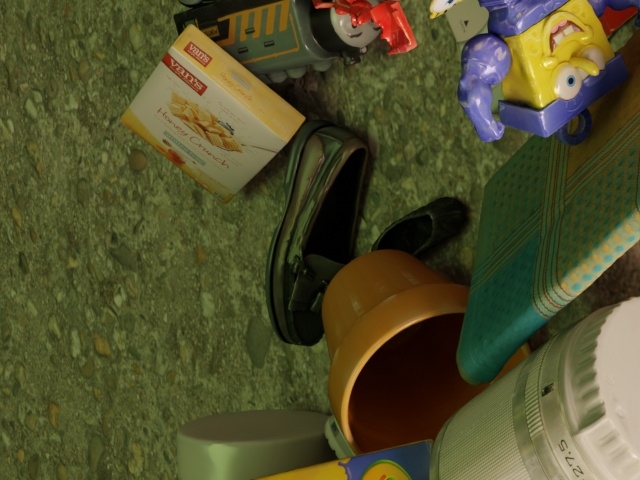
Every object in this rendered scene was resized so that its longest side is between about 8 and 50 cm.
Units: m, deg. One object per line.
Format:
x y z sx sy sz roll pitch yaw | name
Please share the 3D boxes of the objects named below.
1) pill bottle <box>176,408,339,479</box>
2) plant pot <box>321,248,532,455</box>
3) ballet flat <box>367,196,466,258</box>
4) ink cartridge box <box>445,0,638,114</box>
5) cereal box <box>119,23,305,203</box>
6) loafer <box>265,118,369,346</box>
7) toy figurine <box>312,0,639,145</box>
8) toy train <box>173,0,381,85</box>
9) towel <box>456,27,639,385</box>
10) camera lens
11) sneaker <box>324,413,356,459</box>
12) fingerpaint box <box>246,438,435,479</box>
-0.065 0.406 1.994 0.224 0.224 0.392 5 99 54 | pill bottle
0.090 0.109 1.777 0.188 0.205 0.205 -122 40 -55 | plant pot
0.093 -0.004 1.859 0.173 0.049 0.057 -39 63 50 | ballet flat
0.209 -0.258 1.659 0.232 0.066 0.189 -45 59 52 | ink cartridge box
-0.132 -0.144 2.031 0.173 0.047 0.240 39 155 -5 | cereal box
0.000 0.000 1.957 0.084 0.096 0.268 21 110 45 | loafer
0.199 -0.195 1.527 0.191 0.362 0.217 11 131 57 | toy figurine
-0.053 -0.276 1.959 0.334 0.142 0.190 -5 103 52 | toy train
0.245 -0.056 1.533 0.370 0.040 0.271 -48 20 45 | towel
0.245 0.197 1.536 0.274 0.219 0.219 -45 59 47 | camera lens
0.106 0.241 1.834 0.281 0.105 0.115 44 120 37 | sneaker
-0.008 0.456 1.660 0.371 0.163 0.445 -17 58 25 | fingerpaint box
